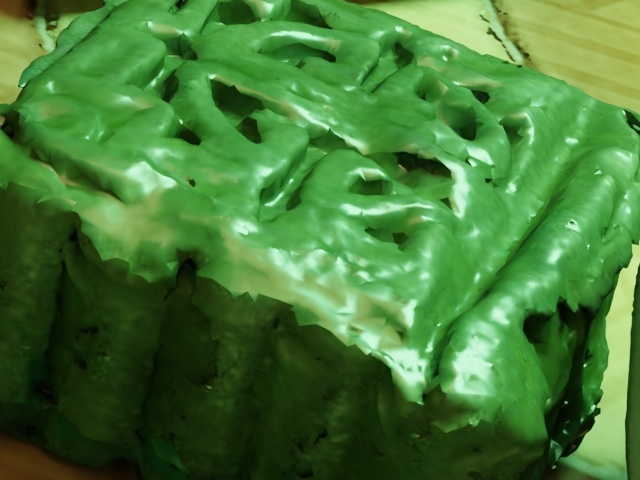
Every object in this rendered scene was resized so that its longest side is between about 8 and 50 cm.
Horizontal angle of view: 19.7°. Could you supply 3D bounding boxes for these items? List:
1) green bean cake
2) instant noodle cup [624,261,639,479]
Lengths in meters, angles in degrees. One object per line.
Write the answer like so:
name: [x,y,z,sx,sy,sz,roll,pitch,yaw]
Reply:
green bean cake: [0.000,0.000,0.738,0.255,0.132,0.241,22,34,13]
instant noodle cup: [0.209,0.065,0.656,0.172,0.216,0.216,0,37,-2]
